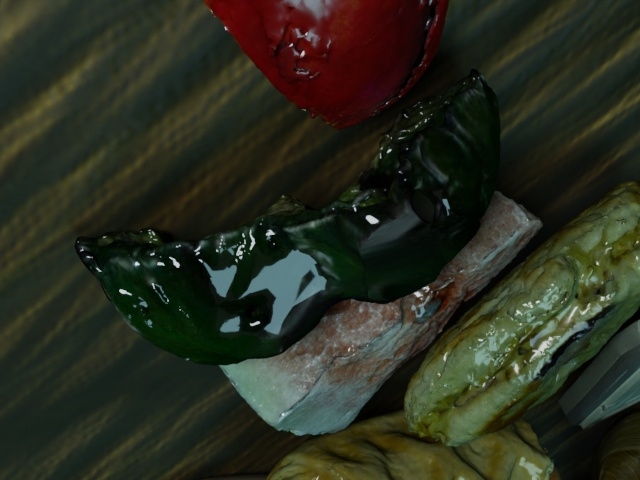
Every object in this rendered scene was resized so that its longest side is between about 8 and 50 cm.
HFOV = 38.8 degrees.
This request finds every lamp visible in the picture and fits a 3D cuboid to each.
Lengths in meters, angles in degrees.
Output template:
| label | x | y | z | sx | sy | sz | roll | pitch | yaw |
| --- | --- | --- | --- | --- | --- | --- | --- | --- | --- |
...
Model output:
| label | x | y | z | sx | sy | sz | roll | pitch | yaw |
| --- | --- | --- | --- | --- | --- | --- | --- | --- | --- |
| lamp | 0.347 | 0.070 | 0.787 | 0.266 | 0.047 | 0.269 | -24 | 158 | -6 |

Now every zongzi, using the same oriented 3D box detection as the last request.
| label | x | y | z | sx | sy | sz | roll | pitch | yaw |
| --- | --- | --- | --- | --- | --- | --- | --- | --- | --- |
| zongzi | 0.316 | 0.269 | 0.928 | 0.288 | 0.134 | 0.286 | -23 | 143 | -40 |

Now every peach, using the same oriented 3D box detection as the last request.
| label | x | y | z | sx | sy | sz | roll | pitch | yaw |
| --- | --- | --- | --- | --- | --- | --- | --- | --- | --- |
| peach | 0.005 | -0.119 | 0.448 | 0.127 | 0.092 | 0.172 | -24 | 136 | -8 |

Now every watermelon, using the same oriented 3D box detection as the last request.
| label | x | y | z | sx | sy | sz | roll | pitch | yaw |
| --- | --- | --- | --- | --- | --- | --- | --- | --- | --- |
| watermelon | 0.055 | 0.050 | 0.662 | 0.241 | 0.094 | 0.154 | -42 | 144 | 12 |

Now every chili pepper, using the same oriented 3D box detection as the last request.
| label | x | y | z | sx | sy | sz | roll | pitch | yaw |
| --- | --- | --- | --- | --- | --- | --- | --- | --- | --- |
| chili pepper | 0.006 | 0.004 | 0.553 | 0.264 | 0.116 | 0.148 | -30 | 141 | 3 |

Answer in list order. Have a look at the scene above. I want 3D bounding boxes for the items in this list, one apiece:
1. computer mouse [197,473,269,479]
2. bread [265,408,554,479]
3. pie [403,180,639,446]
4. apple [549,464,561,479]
| label | x | y | z | sx | sy | sz | roll | pitch | yaw |
| --- | --- | --- | --- | --- | --- | --- | --- | --- | --- |
| computer mouse | -0.050 | 0.277 | 0.826 | 0.236 | 0.082 | 0.145 | 14 | 123 | -36 |
| bread | 0.063 | 0.208 | 0.751 | 0.268 | 0.130 | 0.152 | -5 | 166 | -38 |
| pie | 0.159 | 0.064 | 0.671 | 0.248 | 0.090 | 0.201 | -50 | 167 | 24 |
| apple | 0.204 | 0.254 | 0.938 | 0.071 | 0.084 | 0.084 | 16 | 123 | -35 |
